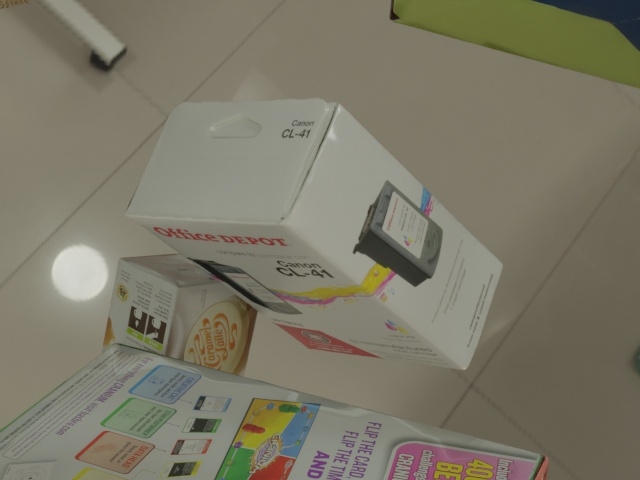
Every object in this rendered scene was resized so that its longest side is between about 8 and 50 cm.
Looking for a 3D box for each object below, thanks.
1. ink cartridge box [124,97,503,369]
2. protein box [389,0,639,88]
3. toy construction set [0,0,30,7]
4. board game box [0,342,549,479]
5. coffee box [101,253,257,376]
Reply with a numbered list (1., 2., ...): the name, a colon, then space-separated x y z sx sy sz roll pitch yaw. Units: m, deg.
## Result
1. ink cartridge box: 0.000 0.000 1.095 0.306 0.226 0.131 38 66 -41
2. protein box: 0.165 -0.222 0.670 0.199 0.136 0.201 17 72 6
3. toy construction set: -0.455 -0.369 1.128 0.237 0.257 0.309 -14 108 -18
4. board game box: -0.051 0.171 0.660 0.316 0.064 0.242 12 25 21
5. coffee box: -0.161 0.145 1.222 0.141 0.098 0.246 -3 110 -52
